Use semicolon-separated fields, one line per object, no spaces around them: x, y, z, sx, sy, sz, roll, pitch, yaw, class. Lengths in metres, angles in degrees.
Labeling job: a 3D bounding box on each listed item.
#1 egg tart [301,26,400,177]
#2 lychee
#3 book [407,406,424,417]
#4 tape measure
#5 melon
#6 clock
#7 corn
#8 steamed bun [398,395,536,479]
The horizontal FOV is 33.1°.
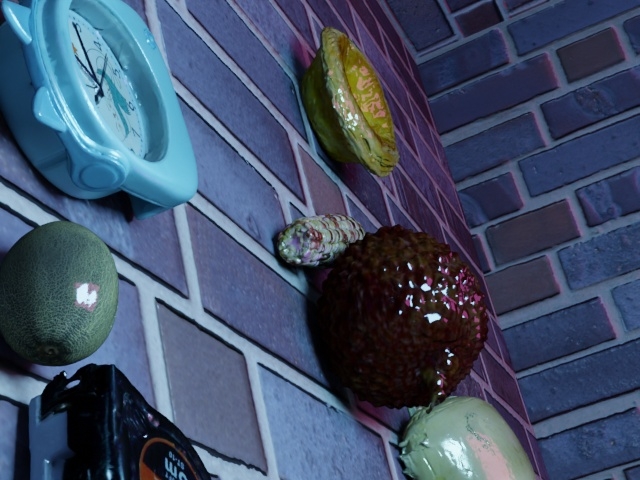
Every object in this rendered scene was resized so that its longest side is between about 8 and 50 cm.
0.045;-0.259;2.109;0.319;0.128;0.319;56;20;-33;egg tart
0.125;0.122;1.594;0.264;0.264;0.300;49;11;-51;lychee
0.239;0.441;2.009;0.215;0.025;0.283;24;45;-67;book
-0.145;0.214;0.820;0.182;0.107;0.181;56;16;-38;tape measure
-0.208;0.040;0.855;0.131;0.098;0.098;-89;154;-47;melon
-0.229;-0.142;1.052;0.274;0.094;0.224;16;54;-69;clock
0.000;0.000;1.674;0.092;0.092;0.280;70;17;7;corn
0.260;0.375;1.849;0.273;0.166;0.232;2;65;-63;steamed bun
